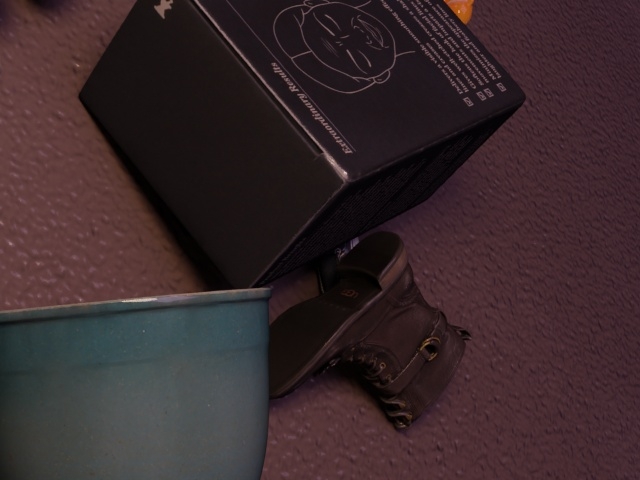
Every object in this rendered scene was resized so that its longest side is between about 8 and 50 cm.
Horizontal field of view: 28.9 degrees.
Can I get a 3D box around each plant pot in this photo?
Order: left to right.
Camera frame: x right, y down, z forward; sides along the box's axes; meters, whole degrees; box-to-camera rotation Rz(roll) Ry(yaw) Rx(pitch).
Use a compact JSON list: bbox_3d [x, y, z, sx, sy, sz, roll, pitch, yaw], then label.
[{"bbox_3d":[-0.166,0.179,1.069,0.271,0.271,0.255,-3,87,-47],"label":"plant pot"}]

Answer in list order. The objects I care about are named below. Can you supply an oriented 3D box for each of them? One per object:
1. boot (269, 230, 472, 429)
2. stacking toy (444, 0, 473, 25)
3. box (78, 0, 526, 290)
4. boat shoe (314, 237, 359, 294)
[{"bbox_3d":[0.060,0.141,1.425,0.263,0.091,0.229,-44,128,-17],"label":"boot"},{"bbox_3d":[0.182,-0.430,1.806,0.165,0.175,0.302,17,54,-39],"label":"stacking toy"},{"bbox_3d":[-0.008,-0.162,1.390,0.293,0.212,0.395,51,38,10],"label":"box"},{"bbox_3d":[0.000,0.000,1.483,0.083,0.065,0.183,18,55,-29],"label":"boat shoe"}]
